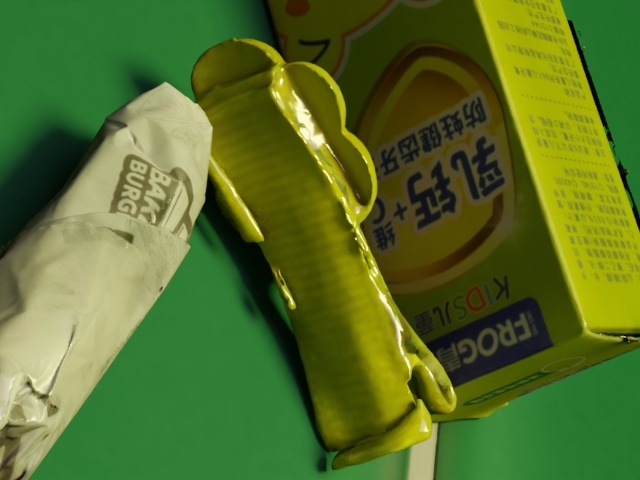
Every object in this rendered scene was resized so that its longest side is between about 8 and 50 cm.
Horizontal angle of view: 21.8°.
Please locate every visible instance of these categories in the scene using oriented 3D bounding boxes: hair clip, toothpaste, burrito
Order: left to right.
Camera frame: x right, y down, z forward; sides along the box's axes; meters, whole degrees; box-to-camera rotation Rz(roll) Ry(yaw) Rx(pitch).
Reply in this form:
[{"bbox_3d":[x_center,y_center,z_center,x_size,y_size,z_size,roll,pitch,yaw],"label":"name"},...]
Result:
[{"bbox_3d":[-0.085,0.016,0.554,0.064,0.064,0.203,51,38,-14],"label":"burrito"},{"bbox_3d":[0.000,0.000,0.653,0.173,0.072,0.046,65,28,-3],"label":"hair clip"},{"bbox_3d":[0.047,-0.089,0.730,0.077,0.110,0.327,4,65,-50],"label":"toothpaste"}]
